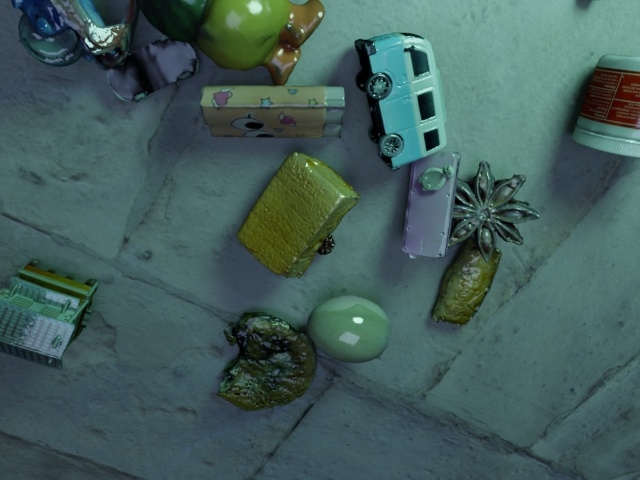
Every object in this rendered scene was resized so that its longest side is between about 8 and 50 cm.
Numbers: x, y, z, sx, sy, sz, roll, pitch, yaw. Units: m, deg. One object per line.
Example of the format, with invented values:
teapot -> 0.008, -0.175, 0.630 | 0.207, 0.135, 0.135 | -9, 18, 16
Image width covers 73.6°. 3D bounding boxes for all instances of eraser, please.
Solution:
eraser -> -0.098, -0.276, 0.926 | 0.291, 0.171, 0.087 | -1, 84, -2

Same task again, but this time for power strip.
power strip -> 0.266, -0.089, 1.036 | 0.109, 0.037, 0.278 | 9, 102, 21
power strip -> 0.267, -0.145, 0.986 | 0.083, 0.035, 0.055 | -26, 87, 27

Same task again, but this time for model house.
model house -> -0.729, 0.195, 1.103 | 0.224, 0.215, 0.198 | 24, 112, -13

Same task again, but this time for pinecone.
pinecone -> 0.000, 0.000, 1.109 | 0.083, 0.077, 0.077 | 21, 115, -31

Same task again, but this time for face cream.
face cream -> 0.676, -0.289, 0.912 | 0.201, 0.201, 0.187 | 4, 116, -4

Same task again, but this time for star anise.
star anise -> 0.401, -0.073, 1.059 | 0.223, 0.109, 0.235 | -22, 94, 18

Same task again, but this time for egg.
egg -> 0.071, 0.237, 1.167 | 0.217, 0.183, 0.183 | 16, 115, -17

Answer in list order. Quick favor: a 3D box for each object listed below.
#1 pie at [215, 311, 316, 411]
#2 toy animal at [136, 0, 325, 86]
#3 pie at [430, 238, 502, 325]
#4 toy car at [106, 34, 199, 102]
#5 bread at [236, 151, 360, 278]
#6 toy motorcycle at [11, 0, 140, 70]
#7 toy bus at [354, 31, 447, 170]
pie -> -0.160, 0.378, 1.291 | 0.297, 0.078, 0.371 | 11, 115, -9
toy animal -> -0.180, -0.435, 0.814 | 0.339, 0.191, 0.216 | 23, 128, -16
pie -> 0.403, 0.131, 1.190 | 0.129, 0.068, 0.282 | 11, 120, -6
toy car -> -0.360, -0.370, 0.920 | 0.205, 0.056, 0.095 | -19, 116, 12
bread -> -0.057, -0.057, 1.023 | 0.185, 0.114, 0.274 | 43, 115, 16
toy motorcycle -> -0.474, -0.495, 0.815 | 0.241, 0.182, 0.318 | -25, 105, -38
toy bus -> 0.177, -0.311, 0.927 | 0.165, 0.133, 0.271 | -18, 118, 1
